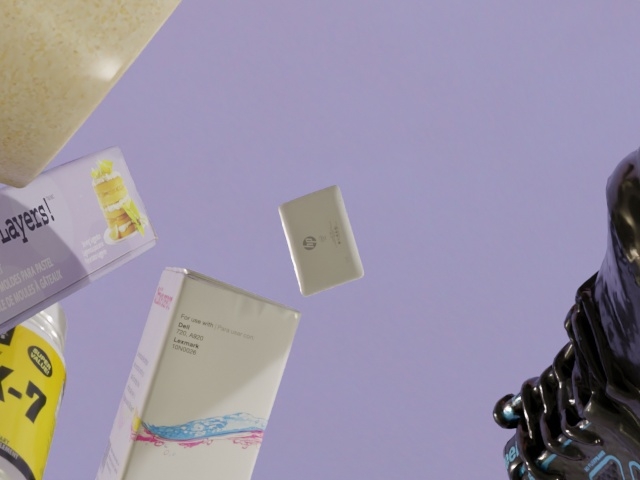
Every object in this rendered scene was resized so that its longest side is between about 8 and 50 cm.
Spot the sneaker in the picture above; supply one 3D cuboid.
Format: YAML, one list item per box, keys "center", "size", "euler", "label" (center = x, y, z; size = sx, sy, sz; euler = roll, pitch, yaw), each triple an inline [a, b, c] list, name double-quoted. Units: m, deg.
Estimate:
- center: [0.149, 0.089, 0.650]
  size: [0.139, 0.341, 0.125]
  euler: [-7, -133, 11]
  label: "sneaker"

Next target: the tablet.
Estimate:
- center: [0.000, 0.000, 1.128]
  size: [0.054, 0.006, 0.083]
  euler: [-20, -111, 10]
  label: "tablet"

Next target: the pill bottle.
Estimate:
- center: [-0.264, 0.130, 1.080]
  size: [0.119, 0.119, 0.208]
  euler: [-17, -144, 15]
  label: "pill bottle"

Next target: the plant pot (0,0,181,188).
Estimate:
- center: [-0.171, -0.149, 0.462]
  size: [0.274, 0.256, 0.256]
  euler: [39, -91, -14]
  label: "plant pot"

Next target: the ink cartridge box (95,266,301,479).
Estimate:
- center: [-0.126, 0.173, 1.291]
  size: [0.117, 0.201, 0.278]
  euler: [18, -94, -11]
  label: "ink cartridge box"

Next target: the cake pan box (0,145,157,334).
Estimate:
- center: [-0.245, 0.044, 0.700]
  size: [0.267, 0.246, 0.070]
  euler: [-21, -86, 21]
  label: "cake pan box"
